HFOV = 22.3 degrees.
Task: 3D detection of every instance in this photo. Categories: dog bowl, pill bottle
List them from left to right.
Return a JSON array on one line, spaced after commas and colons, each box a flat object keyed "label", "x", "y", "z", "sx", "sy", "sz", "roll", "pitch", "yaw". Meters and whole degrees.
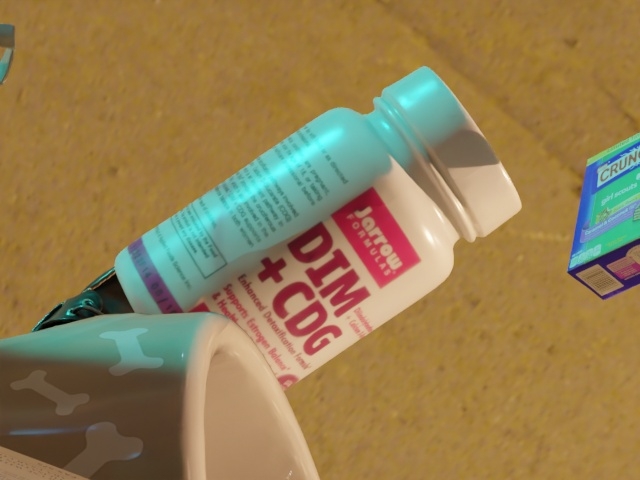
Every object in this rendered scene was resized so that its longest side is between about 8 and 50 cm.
[{"label": "dog bowl", "x": -0.048, "y": 0.188, "z": 0.658, "sx": 0.102, "sy": 0.349, "sz": 0.349, "roll": -16, "pitch": 57, "yaw": 7}, {"label": "pill bottle", "x": 0.000, "y": 0.000, "z": 1.238, "sx": 0.283, "sy": 0.160, "sz": 0.160, "roll": -35, "pitch": 72, "yaw": 0}]

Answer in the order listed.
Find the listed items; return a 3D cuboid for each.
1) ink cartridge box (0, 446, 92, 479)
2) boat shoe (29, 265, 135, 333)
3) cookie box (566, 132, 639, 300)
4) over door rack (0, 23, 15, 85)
[{"label": "ink cartridge box", "x": -0.116, "y": 0.081, "z": 0.342, "sx": 0.207, "sy": 0.097, "sz": 0.046, "roll": 20, "pitch": 5, "yaw": 1}, {"label": "boat shoe", "x": -0.253, "y": 0.126, "z": 1.723, "sx": 0.340, "sy": 0.113, "sz": 0.127, "roll": -42, "pitch": 82, "yaw": -13}, {"label": "cookie box", "x": 0.220, "y": -0.024, "z": 1.104, "sx": 0.040, "sy": 0.092, "sz": 0.107, "roll": 37, "pitch": 48, "yaw": -23}, {"label": "over door rack", "x": -0.340, "y": -0.272, "z": 1.117, "sx": 0.324, "sy": 0.108, "sz": 0.240, "roll": 16, "pitch": 58, "yaw": -38}]
